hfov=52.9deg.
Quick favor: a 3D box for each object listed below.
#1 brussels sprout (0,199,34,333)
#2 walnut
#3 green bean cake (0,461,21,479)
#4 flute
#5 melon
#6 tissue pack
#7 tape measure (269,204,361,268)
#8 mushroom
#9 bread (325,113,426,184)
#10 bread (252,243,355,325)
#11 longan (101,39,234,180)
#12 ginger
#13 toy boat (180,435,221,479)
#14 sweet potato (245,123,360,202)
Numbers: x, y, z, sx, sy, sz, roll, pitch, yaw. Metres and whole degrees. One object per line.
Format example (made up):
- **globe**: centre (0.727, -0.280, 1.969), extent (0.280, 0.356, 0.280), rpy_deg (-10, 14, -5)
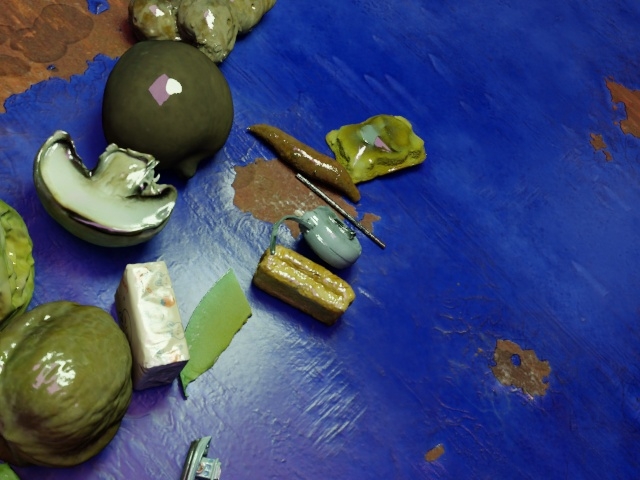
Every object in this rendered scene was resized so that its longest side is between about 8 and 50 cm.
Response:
- **brussels sprout**: centre (-0.628, 0.052, 1.052), extent (0.344, 0.268, 0.344), rpy_deg (18, 56, -28)
- **walnut**: centre (-0.423, 0.231, 1.047), extent (0.283, 0.227, 0.283), rpy_deg (50, 28, -40)
- **green bean cake**: centre (-0.511, 0.430, 0.928), extent (0.200, 0.214, 0.113), rpy_deg (-36, 83, -30)
- **flute**: centre (0.046, -0.070, 1.495), extent (0.269, 0.014, 0.014), rpy_deg (40, 58, 4)
- **melon**: centre (-0.215, 0.184, 1.267), extent (0.114, 0.053, 0.262), rpy_deg (36, 60, -19)
- **tissue pack**: centre (-0.310, 0.157, 1.172), extent (0.092, 0.148, 0.196), rpy_deg (-8, 66, -30)
- **tape measure**: centre (0.000, -0.001, 1.299), extent (0.164, 0.084, 0.330), rpy_deg (40, 15, 5)
- **mushroom**: centre (-0.424, -0.076, 1.254), extent (0.266, 0.164, 0.190), rpy_deg (15, 63, -14)
- **bread**: centre (0.143, -0.237, 1.574), extent (0.233, 0.088, 0.161), rpy_deg (-18, 75, -23)
- **bread**: centre (-0.035, 0.092, 1.327), extent (0.211, 0.114, 0.083), rpy_deg (32, 55, -3)
- **longan**: centre (-0.316, -0.272, 1.352), extent (0.300, 0.243, 0.300), rpy_deg (-1, 92, -32)
- **ginger**: centre (-0.261, -0.559, 1.560), extent (0.256, 0.176, 0.375), rpy_deg (36, 57, 20)
- **toy boat**: centre (-0.210, 0.412, 1.126), extent (0.066, 0.059, 0.140), rpy_deg (10, 59, 0)
- **sweet potato**: centre (-0.036, -0.188, 1.500), extent (0.314, 0.066, 0.072), rpy_deg (30, 24, -1)
